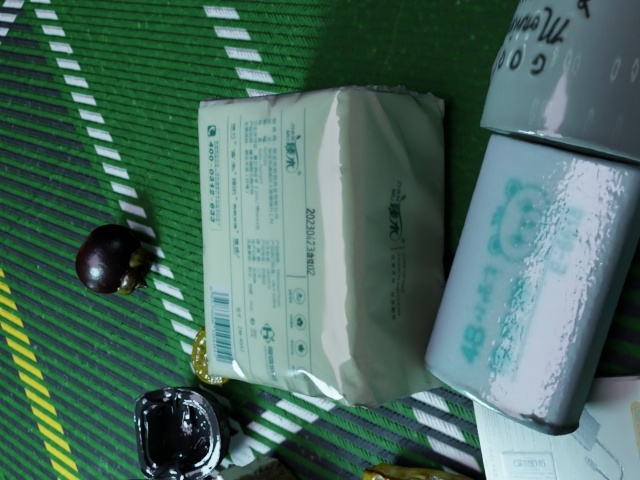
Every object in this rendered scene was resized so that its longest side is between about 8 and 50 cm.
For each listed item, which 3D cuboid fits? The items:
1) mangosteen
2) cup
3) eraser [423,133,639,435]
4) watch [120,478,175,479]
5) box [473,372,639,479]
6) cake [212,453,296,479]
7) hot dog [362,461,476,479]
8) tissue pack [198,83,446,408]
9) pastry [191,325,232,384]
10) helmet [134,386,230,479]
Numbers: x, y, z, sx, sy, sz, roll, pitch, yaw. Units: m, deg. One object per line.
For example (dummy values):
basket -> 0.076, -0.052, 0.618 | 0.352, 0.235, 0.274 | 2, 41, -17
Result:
mangosteen -> -0.356, 0.041, 1.479 | 0.140, 0.140, 0.140 | 5, 98, 42
cup -> 0.264, -0.211, 0.872 | 0.258, 0.186, 0.234 | -152, 74, -66
eraser -> 0.235, 0.042, 0.932 | 0.189, 0.104, 0.290 | 24, 102, 45
watch -> -0.253, 0.502, 1.337 | 0.241, 0.253, 0.162 | -129, 43, -74
box -> 0.290, 0.220, 0.966 | 0.247, 0.033, 0.129 | -11, 85, 42
cake -> -0.097, 0.417, 1.264 | 0.147, 0.135, 0.135 | 38, 118, 27
hot dog -> 0.155, 0.350, 1.074 | 0.269, 0.072, 0.115 | 11, 102, 42
tissue pack -> 0.000, 0.000, 1.086 | 0.297, 0.207, 0.381 | 5, 98, 43
pastry -> -0.162, 0.182, 1.356 | 0.109, 0.057, 0.097 | 10, 96, 39
helmet -> -0.214, 0.309, 1.385 | 0.176, 0.107, 0.153 | -4, 89, 23
